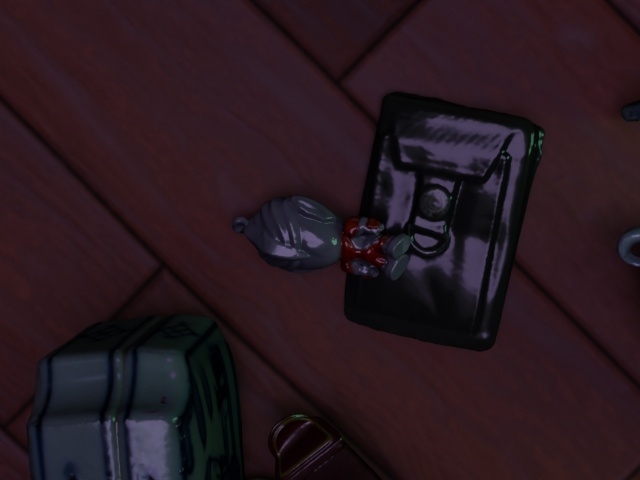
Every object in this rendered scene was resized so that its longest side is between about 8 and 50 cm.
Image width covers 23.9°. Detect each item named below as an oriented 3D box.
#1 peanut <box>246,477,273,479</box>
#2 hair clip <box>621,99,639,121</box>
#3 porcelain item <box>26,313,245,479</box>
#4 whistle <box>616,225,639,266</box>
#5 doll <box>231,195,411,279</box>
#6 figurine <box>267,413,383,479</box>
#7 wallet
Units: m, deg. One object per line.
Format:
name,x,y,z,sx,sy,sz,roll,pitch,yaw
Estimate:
peanut,-0.044,0.273,1.568,0.083,0.037,0.037,36,97,-6
hair clip,0.473,-0.246,1.356,0.392,0.318,0.238,-7,95,3
porcelain item,-0.161,0.221,1.439,0.157,0.286,0.281,-4,95,7
whistle,0.420,0.058,1.475,0.290,0.163,0.163,25,97,-4
doll,0.000,0.000,1.507,0.180,0.079,0.094,11,128,8
figurine,0.007,0.225,1.527,0.082,0.098,0.154,-38,116,8
wallet,0.122,-0.016,1.522,0.169,0.052,0.245,12,100,3
